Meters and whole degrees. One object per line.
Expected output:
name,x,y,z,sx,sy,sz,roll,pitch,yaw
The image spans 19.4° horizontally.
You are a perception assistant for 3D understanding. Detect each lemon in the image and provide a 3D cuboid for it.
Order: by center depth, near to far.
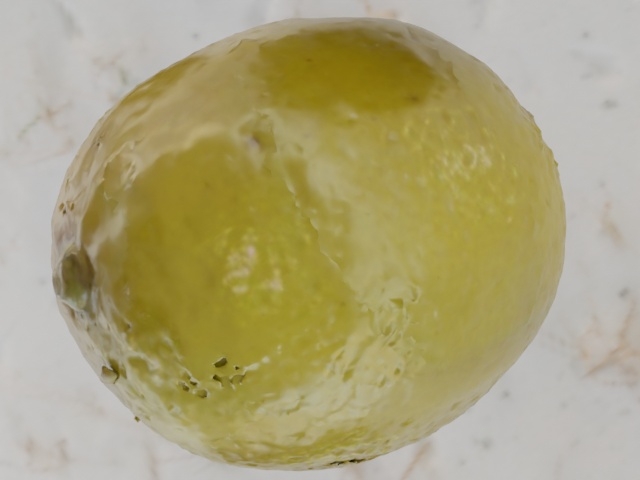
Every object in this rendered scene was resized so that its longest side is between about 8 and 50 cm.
lemon,-0.004,0.002,0.944,0.263,0.236,0.236,-2,109,-9
